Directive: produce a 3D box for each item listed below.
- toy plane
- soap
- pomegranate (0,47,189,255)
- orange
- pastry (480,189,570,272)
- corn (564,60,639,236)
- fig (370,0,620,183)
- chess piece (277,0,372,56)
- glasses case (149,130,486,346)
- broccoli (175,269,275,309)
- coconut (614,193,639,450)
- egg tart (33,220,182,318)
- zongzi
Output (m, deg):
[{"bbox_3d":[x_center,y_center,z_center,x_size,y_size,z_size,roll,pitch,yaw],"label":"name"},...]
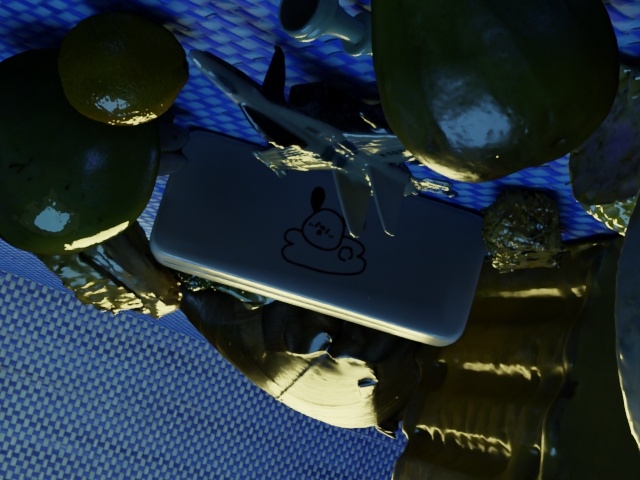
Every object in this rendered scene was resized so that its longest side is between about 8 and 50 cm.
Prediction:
[{"bbox_3d":[-0.002,-0.090,0.897,0.192,0.088,0.262,-1,150,39],"label":"toy plane"},{"bbox_3d":[0.222,0.160,1.226,0.156,0.293,0.335,17,168,-20],"label":"soap"},{"bbox_3d":[-0.200,-0.077,1.025,0.211,0.179,0.179,-8,177,-22],"label":"pomegranate"},{"bbox_3d":[-0.145,-0.128,0.887,0.095,0.085,0.085,-3,169,-4],"label":"orange"},{"bbox_3d":[0.183,-0.004,1.087,0.080,0.056,0.140,0,161,18],"label":"pastry"},{"bbox_3d":[0.295,-0.020,0.753,0.305,0.122,0.123,22,-150,-17],"label":"corn"},{"bbox_3d":[0.066,-0.102,0.630,0.185,0.126,0.133,19,-178,-32],"label":"fig"},{"bbox_3d":[0.020,-0.134,0.755,0.093,0.042,0.042,17,171,-42],"label":"chess piece"},{"bbox_3d":[0.000,0.000,1.162,0.313,0.131,0.070,17,169,-3],"label":"glasses case"},{"bbox_3d":[-0.081,0.000,1.273,0.138,0.162,0.146,55,179,-20],"label":"broccoli"},{"bbox_3d":[0.292,0.033,0.540,0.323,0.322,0.323,15,168,3],"label":"coconut"},{"bbox_3d":[-0.259,-0.015,1.238,0.291,0.107,0.291,49,176,5],"label":"egg tart"},{"bbox_3d":[-0.075,0.068,1.477,0.432,0.207,0.403,23,167,14],"label":"zongzi"}]
